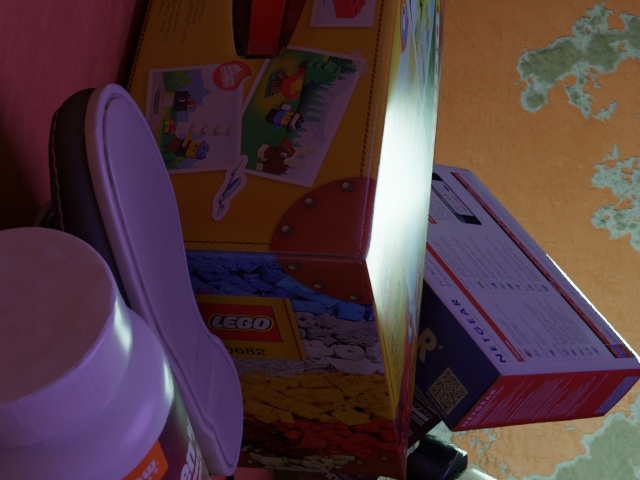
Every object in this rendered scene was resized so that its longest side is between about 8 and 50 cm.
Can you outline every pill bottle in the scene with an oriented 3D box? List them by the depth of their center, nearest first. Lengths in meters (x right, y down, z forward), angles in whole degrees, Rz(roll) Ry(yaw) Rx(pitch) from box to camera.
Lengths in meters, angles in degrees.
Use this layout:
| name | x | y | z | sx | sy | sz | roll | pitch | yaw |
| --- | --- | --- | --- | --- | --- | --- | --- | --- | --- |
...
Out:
| name | x | y | z | sx | sy | sz | roll | pitch | yaw |
| --- | --- | --- | --- | --- | --- | --- | --- | --- | --- |
| pill bottle | -0.127 | 0.102 | 0.635 | 0.221 | 0.121 | 0.121 | 80 | 15 | -50 |

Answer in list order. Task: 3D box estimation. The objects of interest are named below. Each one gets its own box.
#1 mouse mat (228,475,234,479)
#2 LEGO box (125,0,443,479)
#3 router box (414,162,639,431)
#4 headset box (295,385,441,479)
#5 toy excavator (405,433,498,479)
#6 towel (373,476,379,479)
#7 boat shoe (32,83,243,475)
| name | x | y | z | sx | sy | sz | roll | pitch | yaw |
| --- | --- | --- | --- | --- | --- | --- | --- | --- | --- |
| mouse mat | -0.098 | 0.338 | 1.186 | 0.152 | 0.007 | 0.189 | -53 | 145 | -73 |
| LEGO box | -0.011 | -0.102 | 1.060 | 0.372 | 0.193 | 0.500 | 77 | 18 | -57 |
| router box | 0.151 | 0.044 | 1.332 | 0.301 | 0.335 | 0.082 | 6 | 129 | -49 |
| headset box | 0.075 | 0.162 | 1.489 | 0.293 | 0.110 | 0.218 | -45 | -170 | 23 |
| toy excavator | 0.093 | 0.507 | 1.396 | 0.433 | 0.222 | 0.445 | -26 | 134 | -58 |
| towel | 0.099 | 0.222 | 1.680 | 0.271 | 0.040 | 0.370 | -48 | -177 | 12 |
| boat shoe | -0.123 | 0.047 | 0.748 | 0.335 | 0.095 | 0.112 | 77 | 12 | -49 |
